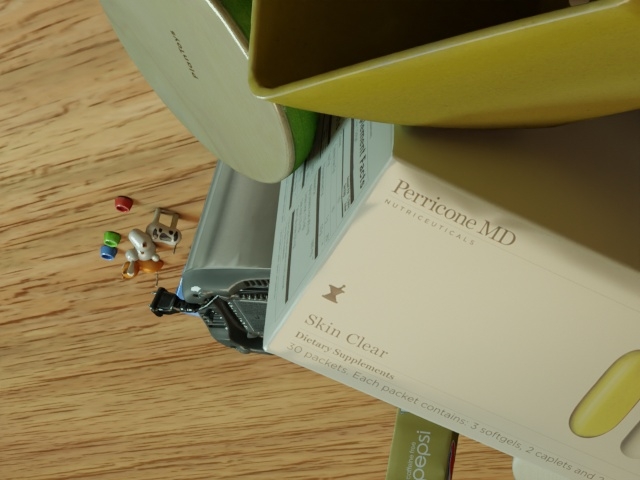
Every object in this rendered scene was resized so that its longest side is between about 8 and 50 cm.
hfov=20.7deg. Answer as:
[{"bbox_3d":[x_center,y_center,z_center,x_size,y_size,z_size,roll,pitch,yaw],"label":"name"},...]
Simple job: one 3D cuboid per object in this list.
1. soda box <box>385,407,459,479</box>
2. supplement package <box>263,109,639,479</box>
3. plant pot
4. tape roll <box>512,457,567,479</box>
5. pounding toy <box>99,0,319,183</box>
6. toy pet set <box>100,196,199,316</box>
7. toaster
[{"bbox_3d":[0.092,0.238,1.674,0.058,0.181,0.061,6,154,12],"label":"soda box"},{"bbox_3d":[0.120,0.003,0.993,0.262,0.204,0.145,24,122,-13],"label":"supplement package"},{"bbox_3d":[0.112,-0.158,0.831,0.212,0.212,0.187,-11,159,41],"label":"plant pot"},{"bbox_3d":[0.372,0.212,1.623,0.392,0.072,0.392,10,154,5],"label":"tape roll"},{"bbox_3d":[-0.040,-0.151,0.981,0.183,0.110,0.237,42,160,26],"label":"pounding toy"},{"bbox_3d":[-0.133,0.028,1.475,0.114,0.065,0.122,15,155,-6],"label":"toy pet set"},{"bbox_3d":[0.000,0.000,1.258,0.227,0.146,0.129,2,152,19],"label":"toaster"}]
